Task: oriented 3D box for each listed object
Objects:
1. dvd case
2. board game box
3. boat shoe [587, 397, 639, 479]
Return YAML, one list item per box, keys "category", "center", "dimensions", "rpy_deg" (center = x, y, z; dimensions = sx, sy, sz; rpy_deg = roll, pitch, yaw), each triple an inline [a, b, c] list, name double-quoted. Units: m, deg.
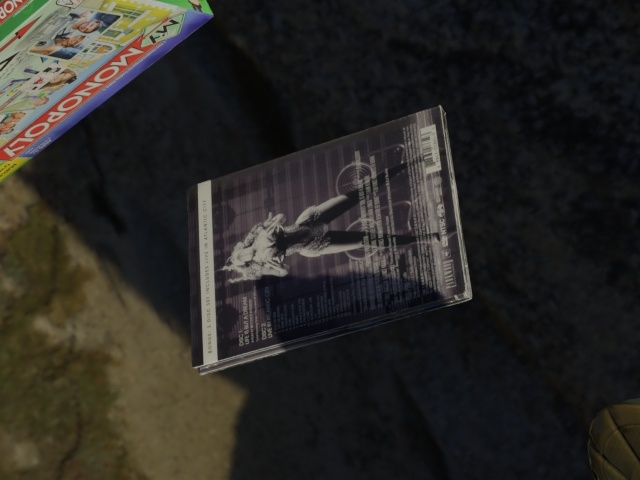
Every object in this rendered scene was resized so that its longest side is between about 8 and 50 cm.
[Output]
- category: "dvd case"
  center: [0.000, 0.000, 1.087]
  dimensions: [0.018, 0.221, 0.165]
  rpy_deg: [47, -148, -53]
- category: "board game box"
  center: [-0.270, -0.133, 1.242]
  dimensions: [0.317, 0.213, 0.046]
  rpy_deg: [-34, 76, 23]
- category: "boat shoe"
  center: [0.220, 0.100, 0.591]
  dimensions: [0.223, 0.073, 0.080]
  rpy_deg: [12, 120, 41]
